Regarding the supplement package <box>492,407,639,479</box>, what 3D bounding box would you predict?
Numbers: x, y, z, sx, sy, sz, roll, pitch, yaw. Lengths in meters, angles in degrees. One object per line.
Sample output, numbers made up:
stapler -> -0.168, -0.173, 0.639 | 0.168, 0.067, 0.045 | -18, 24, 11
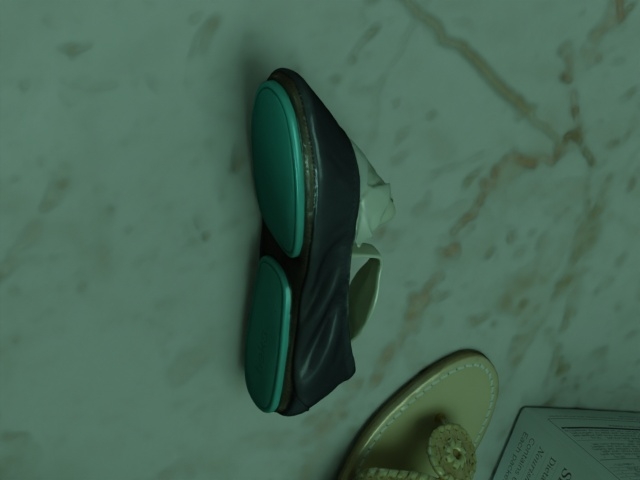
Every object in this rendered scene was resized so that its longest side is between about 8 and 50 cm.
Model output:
supplement package -> 0.235, 0.254, 0.916 | 0.198, 0.263, 0.199 | 7, 111, -35

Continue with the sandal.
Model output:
sandal -> 0.037, 0.176, 0.867 | 0.240, 0.079, 0.088 | -44, 130, -4

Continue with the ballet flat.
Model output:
ballet flat -> 0.000, 0.000, 0.752 | 0.074, 0.074, 0.203 | -15, 129, -25
